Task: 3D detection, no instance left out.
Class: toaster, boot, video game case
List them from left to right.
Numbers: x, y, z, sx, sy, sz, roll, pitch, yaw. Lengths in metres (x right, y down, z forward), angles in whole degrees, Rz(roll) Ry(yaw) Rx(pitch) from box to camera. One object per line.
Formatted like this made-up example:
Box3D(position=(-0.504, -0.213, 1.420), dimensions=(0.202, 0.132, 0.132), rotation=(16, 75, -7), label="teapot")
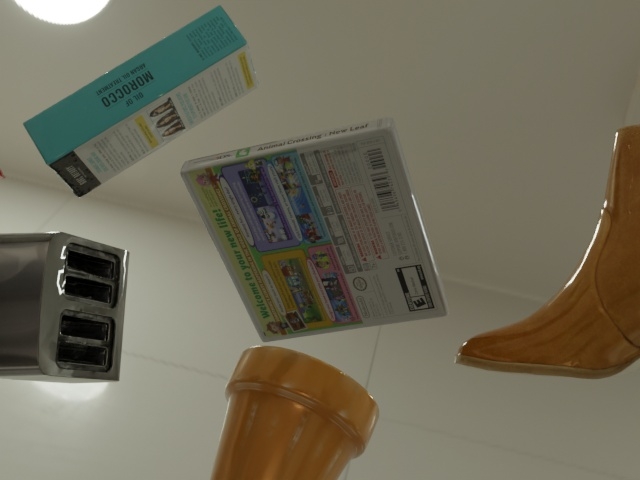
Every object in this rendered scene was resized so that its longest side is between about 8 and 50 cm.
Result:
Box3D(position=(-0.312, 0.078, 0.969), dimensions=(0.110, 0.185, 0.168), rotation=(-5, -104, 26), label="toaster")
Box3D(position=(0.000, 0.000, 0.762), dimensions=(0.193, 0.023, 0.212), rotation=(-10, -55, 17), label="video game case")
Box3D(position=(0.253, 0.010, 0.708), dimensions=(0.295, 0.104, 0.211), rotation=(-7, -101, 27), label="boot")

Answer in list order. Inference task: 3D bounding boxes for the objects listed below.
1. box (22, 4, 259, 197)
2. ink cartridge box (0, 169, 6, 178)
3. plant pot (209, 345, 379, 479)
Box3D(position=(-0.189, -0.149, 0.911), dimensions=(0.244, 0.100, 0.060), rotation=(-33, -107, -7), label="box")
Box3D(position=(-0.236, -0.087, 0.325), dimensions=(0.181, 0.056, 0.225), rotation=(27, -22, 1), label="ink cartridge box")
Box3D(position=(-0.051, 0.270, 1.077), dimensions=(0.205, 0.188, 0.205), rotation=(19, -32, 12), label="plant pot")
